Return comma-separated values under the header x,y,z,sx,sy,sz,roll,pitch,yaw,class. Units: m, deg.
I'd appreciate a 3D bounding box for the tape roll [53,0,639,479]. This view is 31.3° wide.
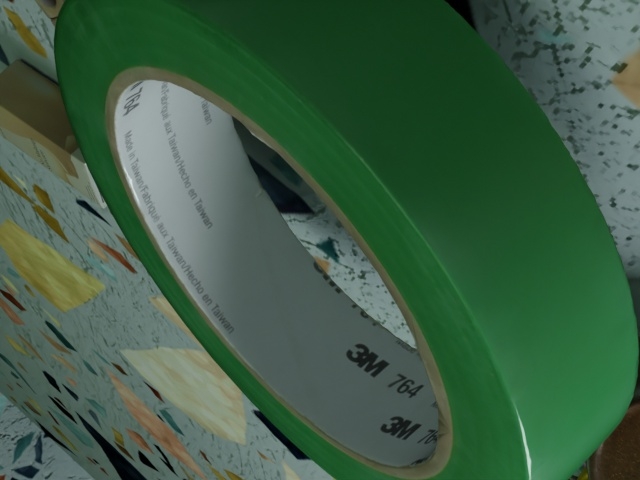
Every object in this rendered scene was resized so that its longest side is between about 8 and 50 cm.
x,y,z,sx,sy,sz,roll,pitch,yaw,class
0.000,0.000,0.555,0.321,0.077,0.321,40,154,24,tape roll

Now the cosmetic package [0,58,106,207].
x,y,z,sx,sy,sz,roll,pitch,yaw,class
-0.193,-0.079,0.850,0.115,0.041,0.060,32,155,24,cosmetic package

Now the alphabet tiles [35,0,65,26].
x,y,z,sx,sy,sz,roll,pitch,yaw,class
-0.140,-0.168,0.651,0.198,0.009,0.237,7,139,55,alphabet tiles

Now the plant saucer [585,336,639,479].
x,y,z,sx,sy,sz,roll,pitch,yaw,class
0.187,0.120,0.525,0.168,0.029,0.168,28,134,34,plant saucer

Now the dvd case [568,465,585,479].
x,y,z,sx,sy,sz,roll,pitch,yaw,class
0.149,0.161,0.745,0.087,0.013,0.119,50,157,-17,dvd case

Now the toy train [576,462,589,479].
x,y,z,sx,sy,sz,roll,pitch,yaw,class
0.192,0.172,0.631,0.125,0.046,0.166,26,148,27,toy train
